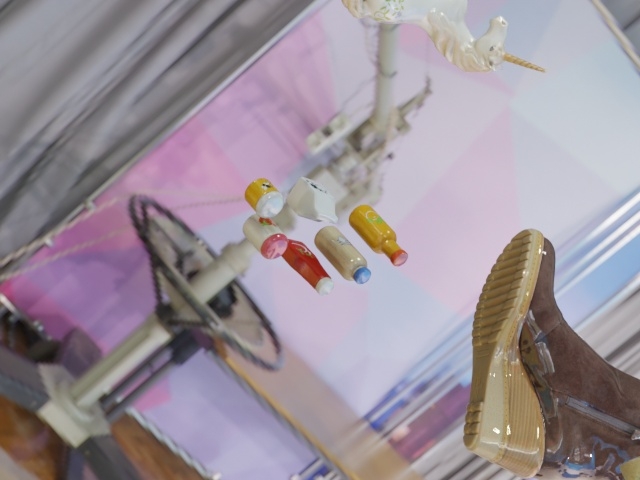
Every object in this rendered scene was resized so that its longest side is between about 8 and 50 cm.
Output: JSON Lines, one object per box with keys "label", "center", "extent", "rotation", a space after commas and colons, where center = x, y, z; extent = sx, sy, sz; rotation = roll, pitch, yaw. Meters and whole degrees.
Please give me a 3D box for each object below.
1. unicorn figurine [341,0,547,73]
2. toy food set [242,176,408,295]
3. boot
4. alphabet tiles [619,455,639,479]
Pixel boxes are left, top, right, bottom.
{"label": "unicorn figurine", "center": [0.081, -0.180, 0.810], "extent": [0.162, 0.111, 0.060], "rotation": [1, 2, -18]}
{"label": "toy food set", "center": [0.000, 0.000, 1.440], "extent": [0.232, 0.111, 0.104], "rotation": [17, 24, -48]}
{"label": "boot", "center": [0.261, 0.128, 1.151], "extent": [0.207, 0.248, 0.090], "rotation": [15, -8, -17]}
{"label": "alphabet tiles", "center": [0.276, 0.148, 0.421], "extent": [0.011, 0.285, 0.342], "rotation": [-8, 69, -44]}
